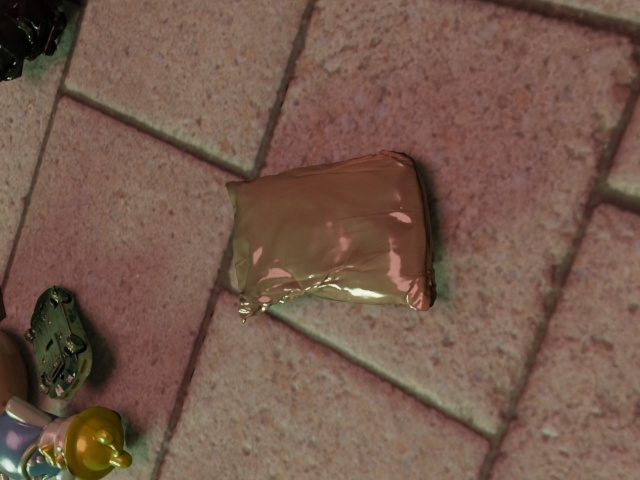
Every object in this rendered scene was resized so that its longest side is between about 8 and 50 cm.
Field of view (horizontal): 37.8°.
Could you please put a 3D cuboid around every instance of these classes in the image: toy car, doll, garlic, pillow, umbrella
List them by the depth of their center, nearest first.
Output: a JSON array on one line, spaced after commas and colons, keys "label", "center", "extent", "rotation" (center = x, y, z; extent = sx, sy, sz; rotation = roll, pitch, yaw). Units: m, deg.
[{"label": "pillow", "center": [0.000, 0.000, 0.988], "extent": [0.270, 0.067, 0.173], "rotation": [-9, 75, 36]}, {"label": "doll", "center": [-0.340, 0.259, 1.196], "extent": [0.241, 0.099, 0.135], "rotation": [-7, 90, 32]}, {"label": "toy car", "center": [-0.342, 0.131, 1.240], "extent": [0.093, 0.058, 0.186], "rotation": [-56, 39, 17]}, {"label": "umbrella", "center": [-0.393, -0.378, 1.292], "extent": [0.154, 0.128, 0.336], "rotation": [34, 101, 18]}, {"label": "garlic", "center": [-0.462, 0.226, 1.308], "extent": [0.128, 0.148, 0.266], "rotation": [-24, 62, -5]}]

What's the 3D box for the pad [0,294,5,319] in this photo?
[{"label": "pad", "center": [-0.549, 0.095, 1.436], "extent": [0.190, 0.004, 0.127], "rotation": [-30, 69, 31]}]
